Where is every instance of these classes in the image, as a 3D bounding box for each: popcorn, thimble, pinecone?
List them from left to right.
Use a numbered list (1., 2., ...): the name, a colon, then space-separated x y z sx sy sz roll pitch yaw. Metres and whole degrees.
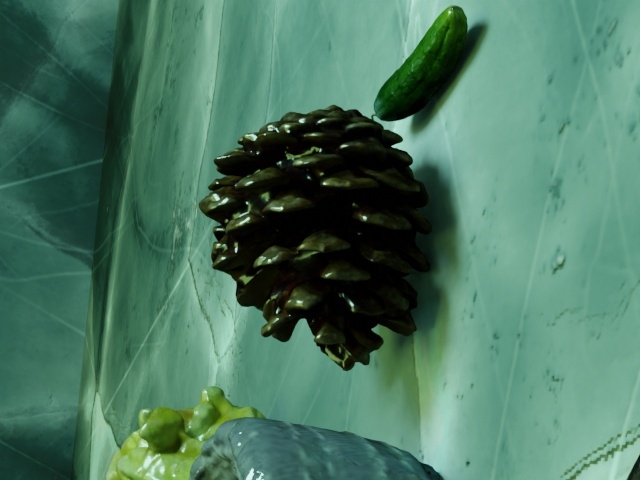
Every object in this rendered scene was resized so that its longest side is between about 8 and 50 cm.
1. popcorn: -0.129 0.244 1.308 0.167 0.185 0.187 24 98 53
2. thimble: -0.005 0.241 0.937 0.236 0.172 0.205 138 139 -61
3. pinecone: 0.000 -0.002 1.018 0.184 0.179 0.204 -36 -63 -85

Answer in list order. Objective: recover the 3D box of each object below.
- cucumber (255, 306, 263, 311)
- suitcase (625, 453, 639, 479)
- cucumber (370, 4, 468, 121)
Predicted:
1. cucumber: -0.041 0.031 1.323 0.048 0.048 0.105 -101 25 -44
2. suitcase: 0.187 0.211 0.313 0.339 0.194 0.351 -117 37 -51
3. cucumber: 0.081 -0.133 1.022 0.168 0.039 0.039 129 144 -55
